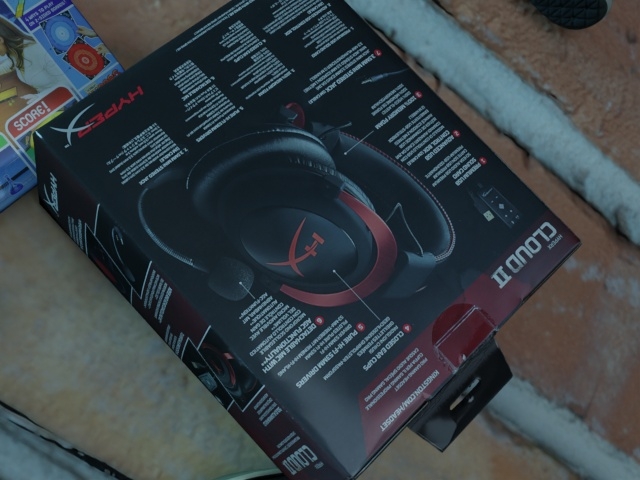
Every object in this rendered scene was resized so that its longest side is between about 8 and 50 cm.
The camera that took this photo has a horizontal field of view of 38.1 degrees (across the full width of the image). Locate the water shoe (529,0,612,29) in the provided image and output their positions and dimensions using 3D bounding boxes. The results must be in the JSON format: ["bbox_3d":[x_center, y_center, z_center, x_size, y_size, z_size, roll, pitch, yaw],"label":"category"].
[{"bbox_3d":[0.173,-0.267,0.797,0.203,0.073,0.080,41,47,-21],"label":"water shoe"}]

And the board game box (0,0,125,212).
[{"bbox_3d":[-0.227,-0.083,0.581,0.201,0.035,0.136,-42,103,-24],"label":"board game box"}]

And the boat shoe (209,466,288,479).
[{"bbox_3d":[-0.037,0.176,0.640,0.133,0.049,0.042,-3,78,-32],"label":"boat shoe"}]

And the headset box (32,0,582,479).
[{"bbox_3d":[0.000,0.000,0.586,0.293,0.110,0.218,46,65,6],"label":"headset box"}]
